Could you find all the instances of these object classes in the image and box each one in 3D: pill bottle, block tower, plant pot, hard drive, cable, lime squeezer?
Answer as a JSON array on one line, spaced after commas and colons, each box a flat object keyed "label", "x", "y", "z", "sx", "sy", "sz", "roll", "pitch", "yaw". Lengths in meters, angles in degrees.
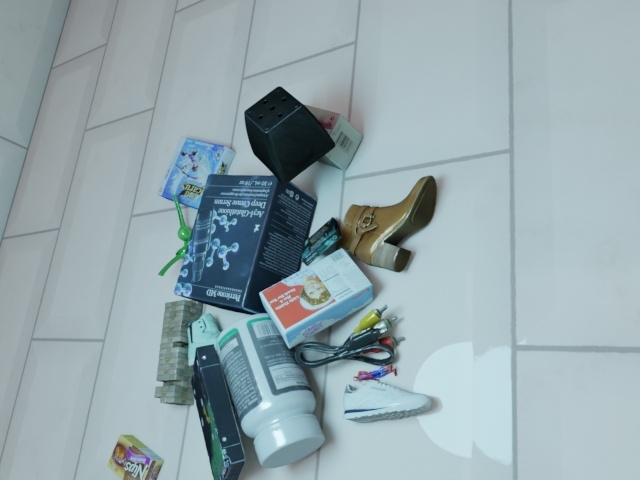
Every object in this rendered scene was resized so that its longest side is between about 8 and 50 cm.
[{"label": "pill bottle", "x": -0.135, "y": 0.392, "z": 1.452, "sx": 0.204, "sy": 0.204, "sz": 0.361, "roll": -38, "pitch": 55, "yaw": 17}, {"label": "block tower", "x": -0.454, "y": 0.352, "z": 1.759, "sx": 0.091, "sy": 0.097, "sz": 0.336, "roll": -12, "pitch": 65, "yaw": 30}, {"label": "plant pot", "x": -0.103, "y": -0.304, "z": 1.503, "sx": 0.188, "sy": 0.167, "sz": 0.187, "roll": -39, "pitch": 52, "yaw": -6}, {"label": "hard drive", "x": -0.292, "y": 0.493, "z": 1.530, "sx": 0.237, "sy": 0.064, "sz": 0.339, "roll": 110, "pitch": 145, "yaw": -48}, {"label": "cable", "x": 0.080, "y": 0.280, "z": 1.420, "sx": 0.287, "sy": 0.072, "sz": 0.139, "roll": -26, "pitch": 93, "yaw": 20}, {"label": "lime squeezer", "x": -0.503, "y": -0.005, "z": 1.925, "sx": 0.059, "sy": 0.110, "sz": 0.310, "roll": -25, "pitch": 54, "yaw": 45}]

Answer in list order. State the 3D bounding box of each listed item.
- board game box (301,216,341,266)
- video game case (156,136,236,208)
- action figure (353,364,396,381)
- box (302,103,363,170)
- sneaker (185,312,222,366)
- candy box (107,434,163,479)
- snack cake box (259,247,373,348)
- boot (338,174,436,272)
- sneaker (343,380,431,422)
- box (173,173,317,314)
[{"label": "board game box", "x": 0.000, "y": 0.000, "z": 1.545, "sx": 0.126, "sy": 0.026, "sz": 0.186, "roll": -41, "pitch": 11, "yaw": 9}, {"label": "video game case", "x": -0.465, "y": -0.247, "z": 2.020, "sx": 0.269, "sy": 0.061, "sz": 0.244, "roll": 18, "pitch": 84, "yaw": 38}, {"label": "action figure", "x": 0.134, "y": 0.342, "z": 1.392, "sx": 0.115, "sy": 0.038, "sz": 0.030, "roll": -17, "pitch": 46, "yaw": 28}, {"label": "box", "x": -0.013, "y": -0.325, "z": 1.683, "sx": 0.232, "sy": 0.148, "sz": 0.127, "roll": 26, "pitch": 88, "yaw": 38}, {"label": "sneaker", "x": -0.315, "y": 0.283, "z": 1.677, "sx": 0.256, "sy": 0.094, "sz": 0.151, "roll": -23, "pitch": 68, "yaw": 24}, {"label": "candy box", "x": -0.590, "y": 0.709, "z": 1.739, "sx": 0.186, "sy": 0.053, "sz": 0.109, "roll": 16, "pitch": 82, "yaw": 39}, {"label": "snack cake box", "x": -0.009, "y": 0.151, "z": 1.457, "sx": 0.264, "sy": 0.089, "sz": 0.152, "roll": -27, "pitch": 53, "yaw": -14}, {"label": "boot", "x": 0.179, "y": -0.066, "z": 1.493, "sx": 0.220, "sy": 0.109, "sz": 0.283, "roll": 24, "pitch": 94, "yaw": 42}, {"label": "sneaker", "x": 0.156, "y": 0.385, "z": 1.334, "sx": 0.235, "sy": 0.090, "sz": 0.095, "roll": -14, "pitch": 55, "yaw": 28}, {"label": "box", "x": -0.224, "y": 0.017, "z": 1.656, "sx": 0.293, "sy": 0.212, "sz": 0.396, "roll": 5, "pitch": 76, "yaw": 35}]
